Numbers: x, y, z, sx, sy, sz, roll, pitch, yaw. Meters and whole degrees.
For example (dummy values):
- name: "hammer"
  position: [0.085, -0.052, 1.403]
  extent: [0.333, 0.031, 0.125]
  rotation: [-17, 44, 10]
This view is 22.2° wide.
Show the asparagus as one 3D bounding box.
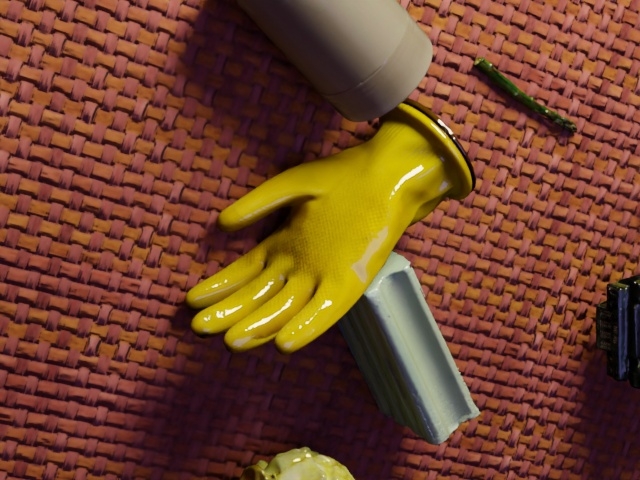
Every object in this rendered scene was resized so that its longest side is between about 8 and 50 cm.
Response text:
- name: "asparagus"
  position: [0.214, -0.145, 1.675]
  extent: [0.163, 0.016, 0.016]
  rotation: [29, 69, -34]

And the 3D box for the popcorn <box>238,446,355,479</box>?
- name: "popcorn"
  position: [-0.023, 0.272, 1.579]
  extent: [0.141, 0.135, 0.162]
  rotation: [-44, 125, -5]

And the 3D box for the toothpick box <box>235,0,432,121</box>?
- name: "toothpick box"
  position: [0.009, -0.201, 1.471]
  extent: [0.111, 0.111, 0.180]
  rotation: [-52, 123, -9]

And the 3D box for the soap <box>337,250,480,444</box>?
- name: "soap"
  position: [0.074, 0.098, 1.599]
  extent: [0.063, 0.114, 0.198]
  rotation: [-36, 121, -18]

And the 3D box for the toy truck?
- name: "toy truck"
  position: [0.415, 0.084, 1.806]
  extent: [0.257, 0.127, 0.127]
  rotation: [-7, 101, -30]

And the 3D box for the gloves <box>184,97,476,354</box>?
- name: "gloves"
  position: [0.001, 0.000, 1.514]
  extent: [0.294, 0.133, 0.116]
  rotation: [-41, 127, -18]
